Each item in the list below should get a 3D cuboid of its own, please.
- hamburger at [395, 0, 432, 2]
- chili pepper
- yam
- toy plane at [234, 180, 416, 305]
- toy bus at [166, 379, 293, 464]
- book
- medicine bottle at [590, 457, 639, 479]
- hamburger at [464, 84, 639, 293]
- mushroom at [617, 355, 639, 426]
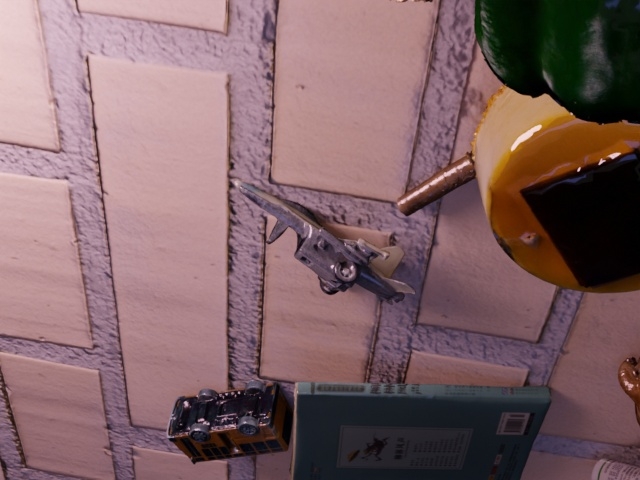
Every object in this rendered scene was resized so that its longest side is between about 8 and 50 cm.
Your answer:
[{"bbox_3d":[0.041,-0.303,0.856,0.102,0.087,0.176,-4,140,32],"label":"hamburger"},{"bbox_3d":[0.240,-0.247,0.734,0.249,0.233,0.256,12,144,32],"label":"chili pepper"},{"bbox_3d":[0.155,-0.073,1.071,0.145,0.032,0.032,-30,120,32],"label":"yam"},{"bbox_3d":[-0.005,0.009,1.146,0.262,0.088,0.192,26,160,-7],"label":"toy plane"},{"bbox_3d":[-0.143,0.294,1.433,0.182,0.091,0.103,-11,131,18],"label":"toy bus"},{"bbox_3d":[0.143,0.309,1.387,0.380,0.031,0.264,3,133,-3],"label":"book"},{"bbox_3d":[0.519,0.375,1.328,0.092,0.061,0.221,5,178,-37],"label":"medicine bottle"},{"bbox_3d":[0.304,-0.082,0.935,0.294,0.179,0.276,-24,121,34],"label":"hamburger"},{"bbox_3d":[0.455,0.211,1.212,0.087,0.127,0.127,-5,131,7],"label":"mushroom"}]
